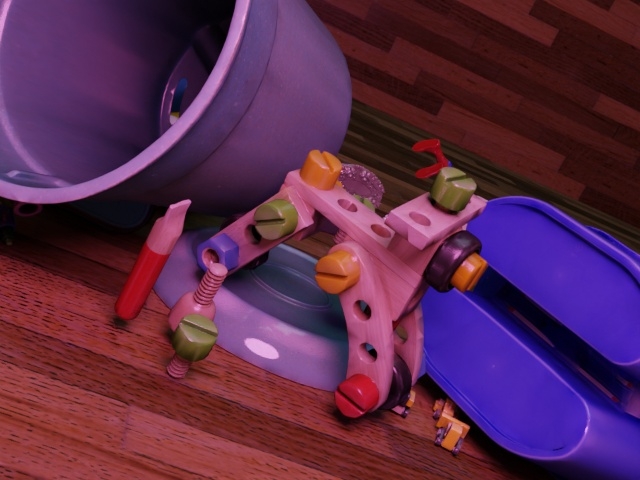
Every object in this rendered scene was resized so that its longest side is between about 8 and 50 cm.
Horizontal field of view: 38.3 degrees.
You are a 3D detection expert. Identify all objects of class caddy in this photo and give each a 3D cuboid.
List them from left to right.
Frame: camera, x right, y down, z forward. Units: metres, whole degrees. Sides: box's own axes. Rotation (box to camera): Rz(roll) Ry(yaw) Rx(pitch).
[{"bbox_3d":[0.257,0.108,0.969,0.179,0.241,0.341,26,13,-39],"label":"caddy"}]

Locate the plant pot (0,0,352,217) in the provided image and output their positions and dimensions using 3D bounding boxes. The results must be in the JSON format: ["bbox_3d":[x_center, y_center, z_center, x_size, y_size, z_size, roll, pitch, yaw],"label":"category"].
[{"bbox_3d":[-0.142,-0.171,0.896,0.341,0.341,0.334,34,5,25],"label":"plant pot"}]

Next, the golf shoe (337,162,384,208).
[{"bbox_3d":[0.015,-0.099,1.441,0.176,0.069,0.086,19,6,-25],"label":"golf shoe"}]

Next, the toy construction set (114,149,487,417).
[{"bbox_3d":[0.000,0.000,0.823,0.309,0.237,0.257,1,46,-35],"label":"toy construction set"}]

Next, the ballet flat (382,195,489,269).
[{"bbox_3d":[0.217,-0.016,1.523,0.409,0.147,0.147,10,22,-48],"label":"ballet flat"}]

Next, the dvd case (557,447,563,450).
[{"bbox_3d":[0.325,0.242,1.076,0.164,0.018,0.221,13,19,-42],"label":"dvd case"}]

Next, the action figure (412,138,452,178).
[{"bbox_3d":[0.198,-0.057,1.646,0.280,0.139,0.091,49,33,-48],"label":"action figure"}]

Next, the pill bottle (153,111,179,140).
[{"bbox_3d":[-0.190,-0.108,1.203,0.119,0.119,0.208,29,15,9],"label":"pill bottle"}]

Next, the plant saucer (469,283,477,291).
[{"bbox_3d":[0.207,0.057,1.318,0.188,0.045,0.188,55,15,-11],"label":"plant saucer"}]

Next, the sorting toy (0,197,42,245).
[{"bbox_3d":[-0.301,-0.025,0.872,0.102,0.061,0.042,-14,62,-12],"label":"sorting toy"}]

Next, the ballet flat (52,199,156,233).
[{"bbox_3d":[-0.315,-0.092,1.028,0.280,0.095,0.096,32,3,-17],"label":"ballet flat"}]

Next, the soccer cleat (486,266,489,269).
[{"bbox_3d":[0.401,0.093,1.488,0.289,0.121,0.093,23,15,-13],"label":"soccer cleat"}]

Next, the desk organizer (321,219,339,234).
[{"bbox_3d":[0.018,-0.040,1.453,0.130,0.047,0.050,16,16,-34],"label":"desk organizer"}]

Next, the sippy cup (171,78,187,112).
[{"bbox_3d":[-0.185,-0.215,1.413,0.306,0.240,0.224,-1,34,-14],"label":"sippy cup"}]

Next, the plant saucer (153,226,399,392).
[{"bbox_3d":[-0.040,0.064,1.032,0.318,0.043,0.317,25,15,-7],"label":"plant saucer"}]

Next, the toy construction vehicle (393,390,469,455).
[{"bbox_3d":[0.114,0.169,0.944,0.086,0.035,0.098,28,15,7],"label":"toy construction vehicle"}]
